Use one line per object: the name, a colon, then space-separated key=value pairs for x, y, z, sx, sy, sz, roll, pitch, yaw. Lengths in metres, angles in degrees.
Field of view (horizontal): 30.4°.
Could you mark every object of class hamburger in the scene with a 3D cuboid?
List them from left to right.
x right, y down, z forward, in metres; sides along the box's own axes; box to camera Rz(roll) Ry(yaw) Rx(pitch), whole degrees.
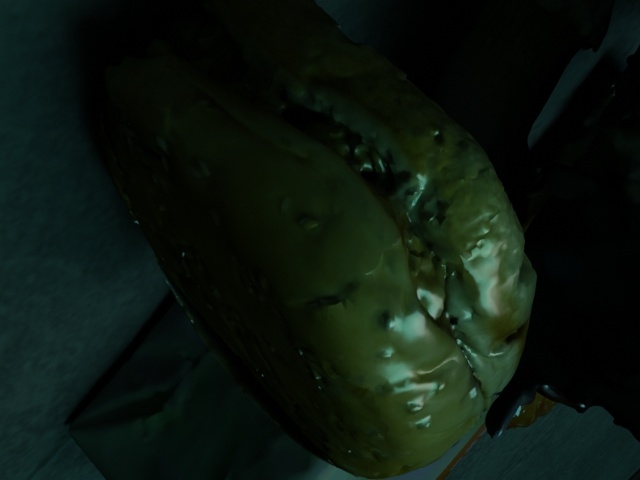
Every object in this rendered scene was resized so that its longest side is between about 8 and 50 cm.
hamburger: x=0.001 y=0.001 z=0.484 sx=0.108 sy=0.214 sz=0.214 roll=-37 pitch=154 yaw=-17

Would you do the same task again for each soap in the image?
soap: x=-0.003 y=0.093 z=0.688 sx=0.182 sy=0.138 sz=0.199 roll=-51 pitch=154 yaw=11

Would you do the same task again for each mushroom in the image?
mushroom: x=0.098 y=-0.069 z=0.667 sx=0.092 sy=0.081 sz=0.223 roll=-8 pitch=140 yaw=-14

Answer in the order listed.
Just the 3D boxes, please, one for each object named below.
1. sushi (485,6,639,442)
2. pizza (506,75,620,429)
sushi: x=0.258 y=-0.002 z=0.589 sx=0.281 sy=0.294 sz=0.299 roll=-54 pitch=167 yaw=-46
pizza: x=0.181 y=0.039 z=0.934 sx=0.277 sy=0.114 sz=0.409 roll=-30 pitch=149 yaw=-40
